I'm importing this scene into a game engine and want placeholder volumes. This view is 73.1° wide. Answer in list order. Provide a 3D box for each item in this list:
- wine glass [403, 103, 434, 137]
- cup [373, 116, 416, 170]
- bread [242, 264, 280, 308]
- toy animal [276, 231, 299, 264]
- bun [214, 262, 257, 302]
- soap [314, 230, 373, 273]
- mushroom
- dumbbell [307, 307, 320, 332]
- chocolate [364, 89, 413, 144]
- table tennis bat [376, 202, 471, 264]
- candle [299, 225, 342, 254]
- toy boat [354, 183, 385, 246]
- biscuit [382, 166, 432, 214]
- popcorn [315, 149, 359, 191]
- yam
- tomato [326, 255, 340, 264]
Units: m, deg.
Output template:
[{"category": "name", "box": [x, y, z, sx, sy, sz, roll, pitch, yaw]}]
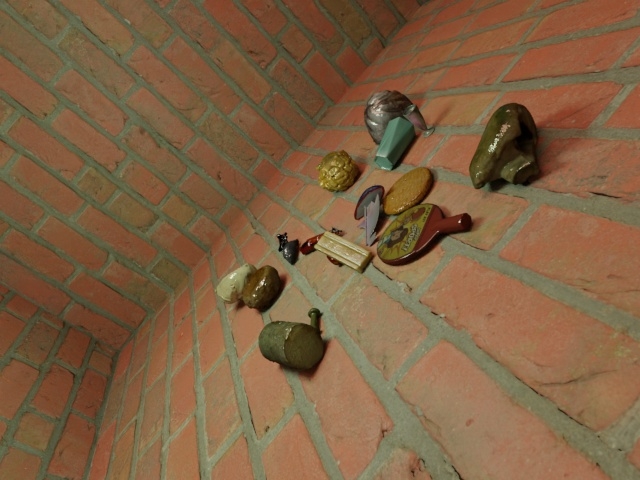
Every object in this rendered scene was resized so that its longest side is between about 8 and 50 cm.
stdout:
[{"category": "wine glass", "box": [0.455, -0.549, 1.990, 0.073, 0.155, 0.073, -40, 24, 22]}, {"category": "cup", "box": [0.353, -0.455, 2.081, 0.236, 0.148, 0.134, -63, -6, -19]}, {"category": "bread", "box": [-0.286, 0.237, 2.134, 0.230, 0.123, 0.230, -42, 27, 27]}, {"category": "toy animal", "box": [-0.150, 0.055, 2.261, 0.117, 0.121, 0.210, -10, 36, -20]}, {"category": "bun", "box": [-0.434, 0.242, 2.334, 0.259, 0.160, 0.259, -37, 0, 0]}, {"category": "soap", "box": [0.091, 0.043, 1.744, 0.252, 0.037, 0.092, 26, 74, 40]}, {"category": "mushroom", "box": [0.562, -0.298, 1.378, 0.217, 0.212, 0.292, -19, 43, 36]}, {"category": "dumbbell", "box": [-0.026, 0.312, 1.650, 0.052, 0.046, 0.118, -44, 23, 25]}, {"category": "chocolate", "box": [0.346, -0.695, 2.344, 0.303, 0.213, 0.303, -38, 25, 21]}, {"category": "table tennis bat", "box": [0.349, -0.030, 1.520, 0.414, 0.051, 0.268, -15, 40, 57]}, {"category": "candle", "box": [0.000, 0.000, 2.075, 0.301, 0.059, 0.084, -24, 45, 48]}, {"category": "toy boat", "box": [0.216, -0.127, 1.839, 0.219, 0.071, 0.318, -61, 17, 22]}, {"category": "biscuit", "box": [0.358, -0.202, 1.779, 0.254, 0.035, 0.254, -39, 24, 21]}, {"category": "popcorn", "box": [0.088, -0.373, 2.347, 0.250, 0.190, 0.250, -27, 29, 17]}, {"category": "yam", "box": [-0.117, 0.376, 1.579, 0.268, 0.161, 0.161, -12, 42, 59]}, {"category": "tomato", "box": [0.070, 0.059, 1.830, 0.087, 0.087, 0.075, -45, -6, 8]}]
